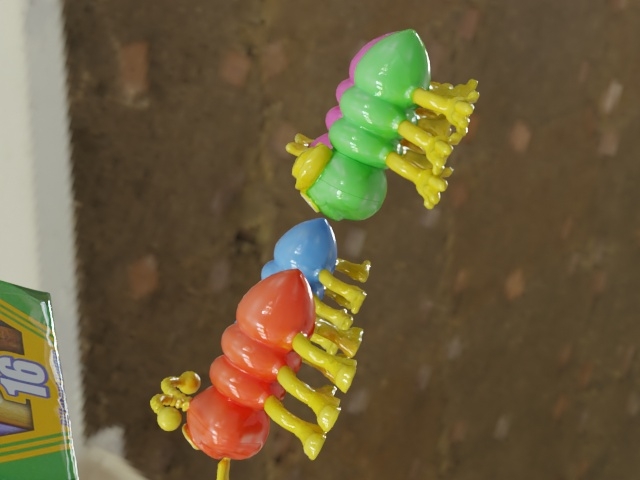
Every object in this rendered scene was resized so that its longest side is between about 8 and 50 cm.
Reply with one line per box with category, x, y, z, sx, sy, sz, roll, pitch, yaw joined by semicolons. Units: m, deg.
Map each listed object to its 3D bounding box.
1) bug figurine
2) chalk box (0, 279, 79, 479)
bug figurine;0.000;0.000;0.826;0.216;0.072;0.279;-63;1;7
chalk box;-0.303;0.107;0.945;0.289;0.179;0.180;20;-60;-28
